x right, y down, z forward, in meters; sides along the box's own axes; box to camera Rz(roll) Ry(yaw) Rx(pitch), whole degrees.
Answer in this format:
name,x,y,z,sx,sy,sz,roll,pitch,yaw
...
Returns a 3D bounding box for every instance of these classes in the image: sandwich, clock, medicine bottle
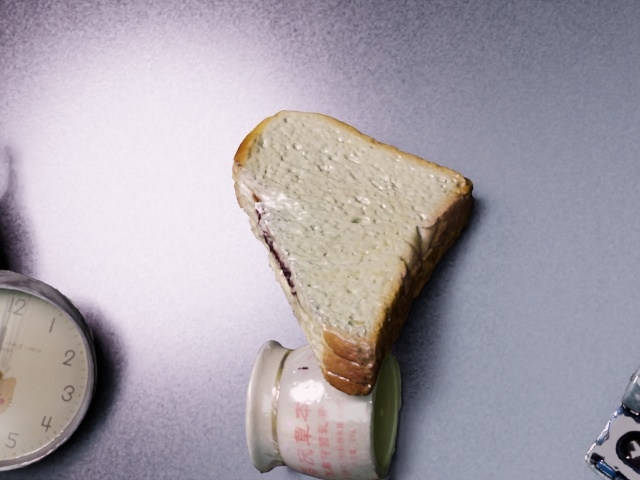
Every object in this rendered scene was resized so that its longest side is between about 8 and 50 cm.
name,x,y,z,sx,sy,sz,roll,pitch,yaw
sandwich,0.000,0.003,1.732,0.254,0.099,0.288,22,51,10
clock,-0.355,0.147,1.821,0.226,0.049,0.226,-4,107,-13
medicine bottle,0.002,0.177,1.742,0.143,0.147,0.147,2,82,15

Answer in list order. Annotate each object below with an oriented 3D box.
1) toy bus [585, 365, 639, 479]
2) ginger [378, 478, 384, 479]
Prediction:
name,x,y,z,sx,sy,sz,roll,pitch,yaw
toy bus,0.401,0.128,1.635,0.152,0.190,0.312,32,89,15
ginger,-0.038,0.370,1.761,0.333,0.080,0.166,-29,61,14
